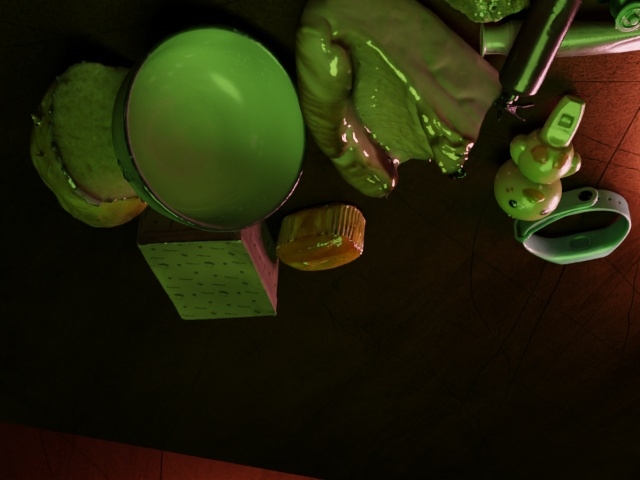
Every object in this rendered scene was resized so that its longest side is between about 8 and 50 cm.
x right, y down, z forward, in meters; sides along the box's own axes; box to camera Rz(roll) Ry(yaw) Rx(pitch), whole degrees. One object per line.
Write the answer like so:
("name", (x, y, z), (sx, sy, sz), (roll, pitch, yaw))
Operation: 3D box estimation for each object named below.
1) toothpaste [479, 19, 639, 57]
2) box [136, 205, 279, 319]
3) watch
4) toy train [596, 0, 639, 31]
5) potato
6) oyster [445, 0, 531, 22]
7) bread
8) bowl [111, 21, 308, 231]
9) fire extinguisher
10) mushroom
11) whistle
("toothpaste", (0.432, -0.338, 1.833), (0.323, 0.066, 0.100), (0, 169, 3))
("box", (-0.225, 0.012, 2.301), (0.225, 0.190, 0.297), (-4, 145, 11))
("watch", (0.528, -0.027, 2.294), (0.237, 0.068, 0.195), (-11, 143, 18))
("toy train", (0.501, -0.427, 1.680), (0.159, 0.101, 0.248), (-20, 144, 5))
("potato", (-0.426, -0.165, 2.018), (0.301, 0.288, 0.237), (-10, -179, -42))
("oyster", (0.225, -0.410, 1.735), (0.133, 0.072, 0.209), (-25, 136, 31))
("bread", (0.000, 0.000, 2.342), (0.190, 0.114, 0.132), (-10, 147, 28))
("bowl", (-0.216, -0.188, 1.905), (0.354, 0.354, 0.185), (26, 165, -31))
("fire extinguisher", (0.356, -0.315, 1.775), (0.089, 0.072, 0.267), (0, 125, -35))
("mushroom", (0.073, -0.271, 1.869), (0.397, 0.224, 0.314), (36, 149, -30))
("whistle", (0.418, -0.139, 2.073), (0.141, 0.141, 0.294), (9, 145, -9))
